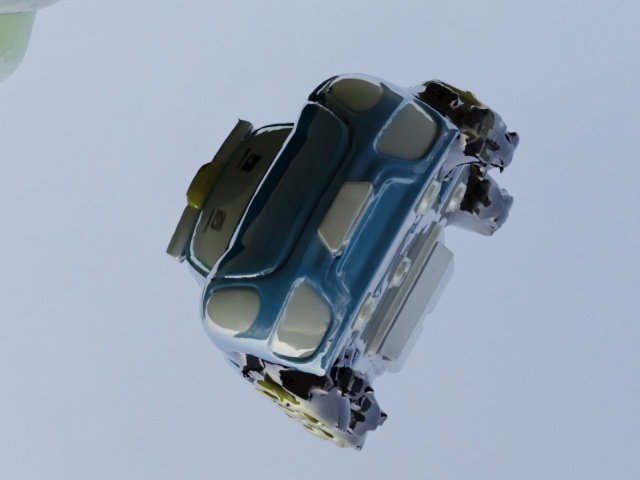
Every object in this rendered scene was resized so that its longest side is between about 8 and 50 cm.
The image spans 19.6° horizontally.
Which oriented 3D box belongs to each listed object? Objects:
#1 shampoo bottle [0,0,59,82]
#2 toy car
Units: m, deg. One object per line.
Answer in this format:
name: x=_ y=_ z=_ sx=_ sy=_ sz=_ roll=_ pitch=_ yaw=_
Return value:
shampoo bottle: x=-0.330 y=-0.289 z=1.445 sx=0.322 sy=0.322 sz=0.317 roll=42 pitch=-59 yaw=45
toy car: x=0.000 y=0.000 z=1.062 sx=0.166 sy=0.314 sz=0.198 roll=27 pitch=-96 yaw=9
